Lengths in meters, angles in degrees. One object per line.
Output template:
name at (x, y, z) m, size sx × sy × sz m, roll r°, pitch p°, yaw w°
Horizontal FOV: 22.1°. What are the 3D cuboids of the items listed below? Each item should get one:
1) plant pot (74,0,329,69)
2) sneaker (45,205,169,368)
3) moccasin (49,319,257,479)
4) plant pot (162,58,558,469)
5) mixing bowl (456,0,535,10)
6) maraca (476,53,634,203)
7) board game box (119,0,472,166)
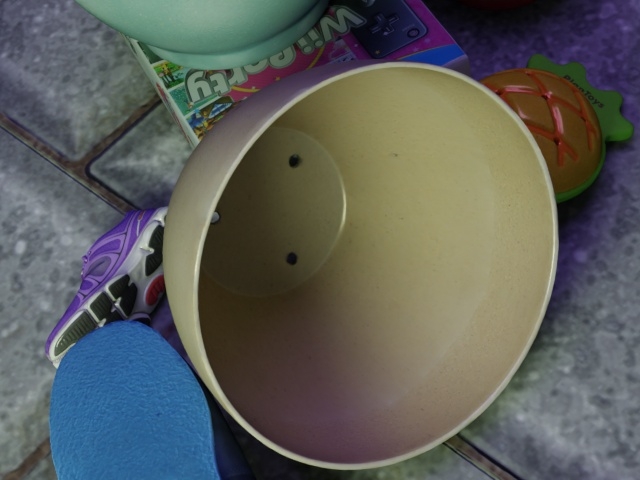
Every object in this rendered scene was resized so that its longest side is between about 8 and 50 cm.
plant pot at (-0.090, -0.261, 1.295) m, size 0.293 × 0.196 × 0.293 m, roll -7°, pitch 53°, yaw 9°
sneaker at (-0.168, 0.041, 1.303) m, size 0.071 × 0.068 × 0.170 m, roll 5°, pitch 45°, yaw 34°
moccasin at (-0.093, 0.206, 1.122) m, size 0.138 × 0.117 × 0.342 m, roll -29°, pitch 51°, yaw 1°
plant pot at (0.000, 0.000, 1.181) m, size 0.284 × 0.284 × 0.191 m, roll -38°, pitch 28°, yaw -16°
mixing bowl at (0.155, -0.267, 1.425) m, size 0.181 × 0.098 × 0.181 m, roll -6°, pitch 54°, yaw 8°
maraca at (0.172, -0.089, 1.292) m, size 0.127 × 0.099 × 0.186 m, roll 43°, pitch 50°, yaw 14°
board game box at (-0.035, -0.168, 1.397) m, size 0.224 × 0.097 × 0.303 m, roll -28°, pitch 53°, yaw -7°
